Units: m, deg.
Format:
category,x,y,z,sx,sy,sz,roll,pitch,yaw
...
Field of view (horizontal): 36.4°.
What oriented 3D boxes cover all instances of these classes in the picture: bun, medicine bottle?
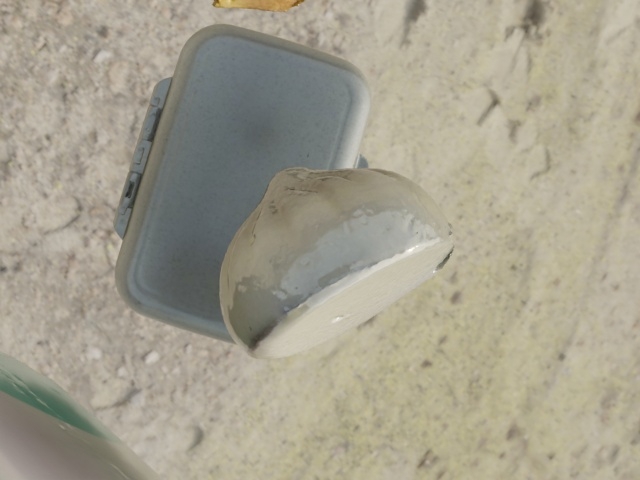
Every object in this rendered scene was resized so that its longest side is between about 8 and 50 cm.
category,x,y,z,sx,sy,sz,roll,pitch,yaw
bun,0.000,0.000,0.550,0.138,0.094,0.138,-26,167,-6
medicine bottle,-0.093,-0.064,1.206,0.282,0.123,0.375,17,88,-1

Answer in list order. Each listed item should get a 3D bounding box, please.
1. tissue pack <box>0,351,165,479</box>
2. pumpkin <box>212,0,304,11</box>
category,x,y,z,sx,sy,sz,roll,pitch,yaw
tissue pack,-0.179,0.185,0.512,0.193,0.356,0.266,-54,146,-6
pumpkin,-0.049,-0.210,0.730,0.083,0.074,0.054,-2,141,-28
